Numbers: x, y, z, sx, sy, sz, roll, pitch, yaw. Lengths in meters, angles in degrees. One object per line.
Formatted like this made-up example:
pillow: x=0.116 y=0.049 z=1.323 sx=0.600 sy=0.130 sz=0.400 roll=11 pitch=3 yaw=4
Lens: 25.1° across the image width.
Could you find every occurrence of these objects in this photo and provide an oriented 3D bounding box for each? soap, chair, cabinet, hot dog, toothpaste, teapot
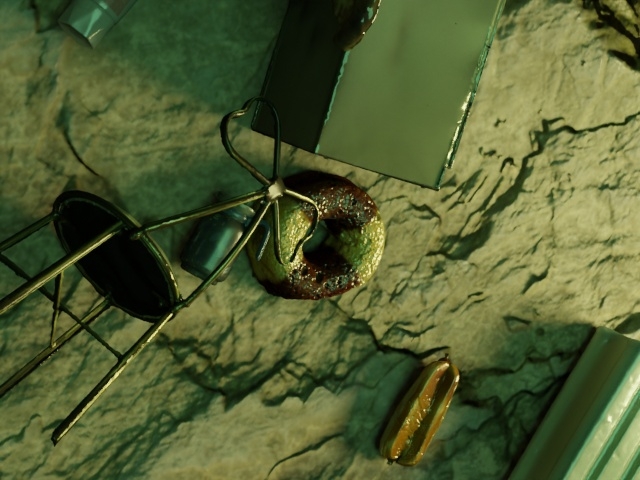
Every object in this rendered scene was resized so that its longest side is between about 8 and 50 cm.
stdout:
soap: x=0.311 y=0.246 z=1.583 sx=0.160 sy=0.087 sz=0.265 roll=32 pitch=87 yaw=-28
chair: x=-0.171 y=0.018 z=1.247 sx=0.325 sy=0.170 sz=0.160 roll=-43 pitch=122 yaw=-30
cabinet: x=0.055 y=-0.170 z=1.322 sx=0.150 sy=0.145 sz=0.206 roll=14 pitch=96 yaw=-28
hot dog: x=0.104 y=0.177 z=1.496 sx=0.056 sy=0.041 sz=0.133 roll=27 pitch=95 yaw=-21
toothpaste: x=-0.157 y=-0.255 z=1.260 sx=0.067 sy=0.043 sz=0.194 roll=42 pitch=77 yaw=-25
teapot: x=-0.090 y=0.001 z=1.339 sx=0.049 sy=0.063 sz=0.083 roll=30 pitch=88 yaw=-47

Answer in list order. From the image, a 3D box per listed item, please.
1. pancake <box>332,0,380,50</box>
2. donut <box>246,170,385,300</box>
pancake: x=-0.020 y=-0.251 z=1.248 sx=0.020 sy=0.190 sz=0.184 roll=0 pitch=89 yaw=-53
donut: x=0.000 y=0.000 z=1.389 sx=0.140 sy=0.059 sz=0.140 roll=-5 pitch=102 yaw=-26
